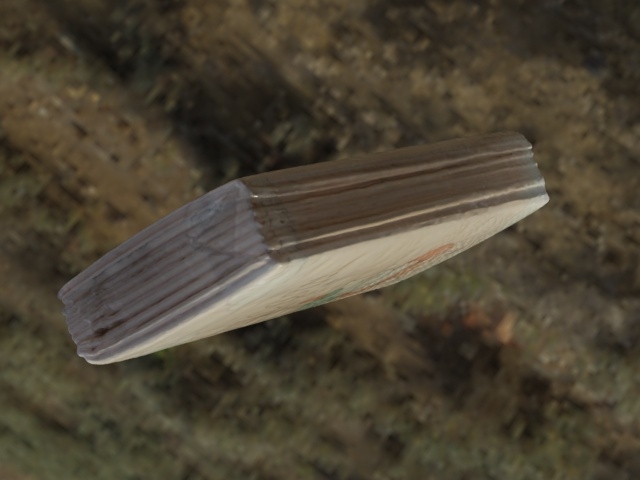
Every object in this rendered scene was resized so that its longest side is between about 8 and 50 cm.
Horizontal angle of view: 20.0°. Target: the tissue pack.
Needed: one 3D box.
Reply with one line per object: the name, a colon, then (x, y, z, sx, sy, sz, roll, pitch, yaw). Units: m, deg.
tissue pack: (0.000, 0.000, 1.169, 0.170, 0.325, 0.071, -27, 83, 35)
